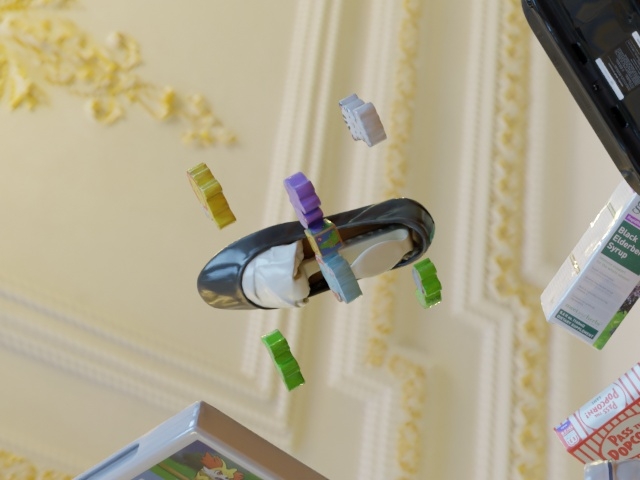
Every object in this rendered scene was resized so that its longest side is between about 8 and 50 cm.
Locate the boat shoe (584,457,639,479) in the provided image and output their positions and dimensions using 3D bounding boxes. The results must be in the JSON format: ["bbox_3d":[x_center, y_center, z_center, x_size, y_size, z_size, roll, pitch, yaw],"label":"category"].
[{"bbox_3d":[0.281,0.305,1.288,0.096,0.088,0.267,66,-161,-45],"label":"boat shoe"}]

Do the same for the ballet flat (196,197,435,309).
[{"bbox_3d":[-0.004,0.021,1.710,0.096,0.280,0.095,-110,0,-66],"label":"ballet flat"}]

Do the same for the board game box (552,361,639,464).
[{"bbox_3d":[0.418,0.256,2.042,0.193,0.147,0.045,37,-163,-45],"label":"board game box"}]

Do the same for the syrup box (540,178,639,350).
[{"bbox_3d":[0.418,0.026,2.154,0.093,0.237,0.096,31,-163,-9],"label":"syrup box"}]

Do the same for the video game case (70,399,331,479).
[{"bbox_3d":[-0.080,0.287,1.360,0.329,0.300,0.036,36,-140,-27],"label":"video game case"}]

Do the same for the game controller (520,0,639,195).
[{"bbox_3d":[0.349,-0.196,1.739,0.067,0.166,0.319,-28,-94,-41],"label":"game controller"}]

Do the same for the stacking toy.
[{"bbox_3d":[0.000,0.000,1.326,0.167,0.052,0.221,-28,-67,-12],"label":"stacking toy"}]
